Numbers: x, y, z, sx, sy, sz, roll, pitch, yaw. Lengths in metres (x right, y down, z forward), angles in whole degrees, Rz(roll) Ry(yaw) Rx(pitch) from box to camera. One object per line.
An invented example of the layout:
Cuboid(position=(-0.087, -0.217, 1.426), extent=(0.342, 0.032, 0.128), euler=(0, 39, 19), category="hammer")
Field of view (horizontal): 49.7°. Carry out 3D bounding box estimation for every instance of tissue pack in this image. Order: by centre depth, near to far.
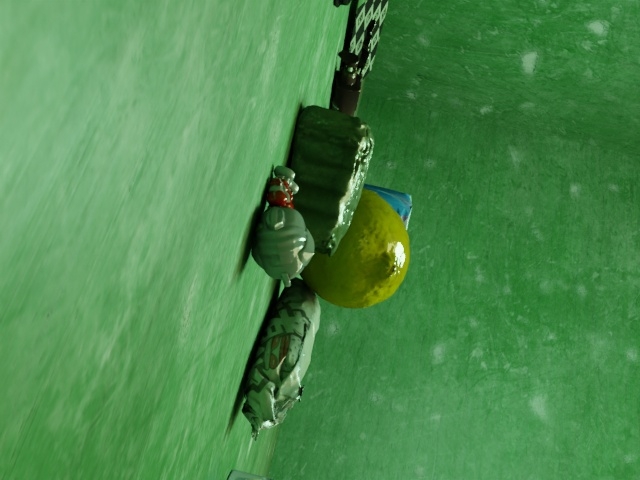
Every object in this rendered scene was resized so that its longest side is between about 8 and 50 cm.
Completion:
Cuboid(position=(0.115, -0.083, 1.937), extent=(0.198, 0.263, 0.146), euler=(-67, 169, -76), category="tissue pack")

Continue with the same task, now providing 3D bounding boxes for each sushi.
Cuboid(position=(0.095, -0.514, 1.755), extent=(0.264, 0.050, 0.290), euler=(-55, 166, -43), category="sushi")

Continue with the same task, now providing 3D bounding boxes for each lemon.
Cuboid(position=(0.056, 0.010, 1.353), extent=(0.263, 0.236, 0.236), euler=(-83, -176, -71), category="lemon")

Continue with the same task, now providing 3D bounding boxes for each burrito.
Cuboid(position=(-0.063, 0.200, 1.247), extent=(0.445, 0.101, 0.139), euler=(-70, 174, -68), category="burrito")

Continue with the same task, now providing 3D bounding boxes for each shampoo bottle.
Cuboid(position=(0.058, -0.346, 1.619), extent=(0.236, 0.068, 0.067), euler=(103, 1, -61), category="shampoo bottle")

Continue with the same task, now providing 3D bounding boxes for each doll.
Cuboid(position=(-0.047, -0.016, 0.867), extent=(0.094, 0.079, 0.180), euler=(75, 11, -52), category="doll")

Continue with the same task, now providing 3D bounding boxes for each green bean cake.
Cuboid(position=(0.007, -0.094, 1.138), extent=(0.222, 0.125, 0.227), euler=(-44, 151, -84), category="green bean cake")

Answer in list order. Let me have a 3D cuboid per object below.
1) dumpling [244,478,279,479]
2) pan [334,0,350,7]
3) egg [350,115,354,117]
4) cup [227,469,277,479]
Cuboid(position=(-0.090, 0.464, 0.976), extent=(0.318, 0.187, 0.243), euler=(106, -6, -76), category="dumpling")
Cuboid(position=(0.061, -0.505, 1.220), extent=(0.136, 0.028, 0.235), euler=(101, 3, -49), category="pan")
Cuboid(position=(0.052, -0.218, 1.520), extent=(0.152, 0.114, 0.114), euler=(-89, -169, -80), category="egg")
Cuboid(position=(-0.067, 0.611, 1.277), extent=(0.357, 0.274, 0.259), euler=(99, 5, -48), category="cup")
